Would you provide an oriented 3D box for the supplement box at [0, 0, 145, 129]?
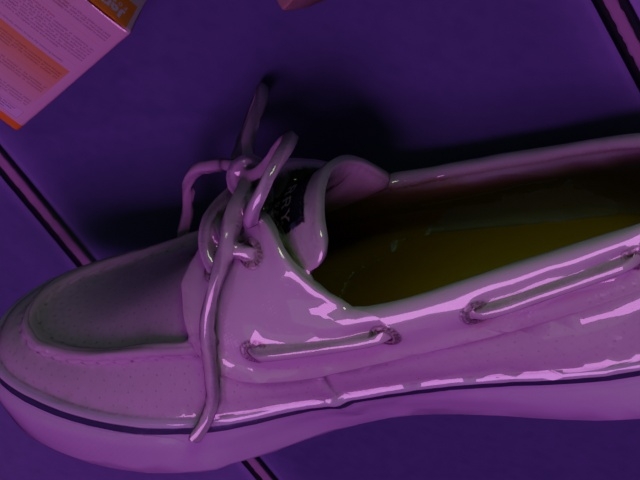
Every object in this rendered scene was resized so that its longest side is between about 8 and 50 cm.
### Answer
[{"bbox_3d":[-0.127,-0.098,0.778,0.062,0.036,0.098,38,137,-20],"label":"supplement box"}]

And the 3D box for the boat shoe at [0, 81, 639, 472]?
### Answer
[{"bbox_3d":[0.000,0.006,0.768,0.367,0.136,0.156,-4,135,22],"label":"boat shoe"}]

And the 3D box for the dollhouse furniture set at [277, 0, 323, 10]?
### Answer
[{"bbox_3d":[-0.031,-0.155,0.534,0.129,0.183,0.129,-45,67,47],"label":"dollhouse furniture set"}]
